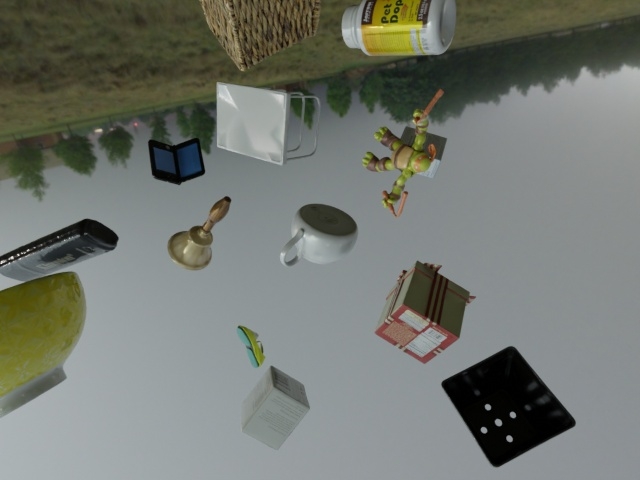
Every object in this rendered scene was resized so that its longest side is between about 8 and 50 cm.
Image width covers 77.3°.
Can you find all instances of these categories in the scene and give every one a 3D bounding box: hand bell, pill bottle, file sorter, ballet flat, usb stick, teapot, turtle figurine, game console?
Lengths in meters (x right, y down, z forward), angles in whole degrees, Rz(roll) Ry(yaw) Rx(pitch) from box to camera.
[{"bbox_3d":[-0.289,-0.034,1.030,0.242,0.126,0.126,-41,179,38],"label":"hand bell"},{"bbox_3d":[0.155,-0.442,0.819,0.215,0.117,0.117,15,-148,32],"label":"pill bottle"},{"bbox_3d":[-0.156,-0.361,1.208,0.278,0.192,0.173,22,-151,32],"label":"file sorter"},{"bbox_3d":[-0.297,0.449,1.750,0.077,0.230,0.077,3,-151,42],"label":"ballet flat"},{"bbox_3d":[-0.481,0.023,0.723,0.278,0.077,0.045,-16,-129,25],"label":"usb stick"},{"bbox_3d":[0.000,0.000,1.424,0.256,0.186,0.252,15,-149,-7],"label":"teapot"},{"bbox_3d":[0.188,-0.197,0.891,0.087,0.269,0.217,7,-161,-24],"label":"turtle figurine"},{"bbox_3d":[-0.361,-0.209,1.000,0.071,0.122,0.107,-35,150,33],"label":"game console"}]

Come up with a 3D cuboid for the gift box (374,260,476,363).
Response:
[{"bbox_3d":[0.382,0.241,1.428,0.276,0.255,0.258,-54,-178,44],"label":"gift box"}]

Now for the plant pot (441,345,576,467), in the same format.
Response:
[{"bbox_3d":[0.401,0.383,0.890,0.188,0.166,0.188,-26,-130,-3],"label":"plant pot"}]

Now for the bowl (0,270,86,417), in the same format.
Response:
[{"bbox_3d":[-0.494,0.183,0.626,0.290,0.155,0.289,-29,-177,2],"label":"bowl"}]

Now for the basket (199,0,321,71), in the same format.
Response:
[{"bbox_3d":[-0.141,-0.560,0.837,0.223,0.213,0.299,-32,168,-10],"label":"basket"}]

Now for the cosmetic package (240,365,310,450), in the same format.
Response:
[{"bbox_3d":[-0.158,0.565,1.360,0.183,0.152,0.151,-53,-165,3],"label":"cosmetic package"}]

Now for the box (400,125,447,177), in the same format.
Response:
[{"bbox_3d":[0.304,-0.273,1.231,0.137,0.072,0.126,20,-130,9],"label":"box"}]
